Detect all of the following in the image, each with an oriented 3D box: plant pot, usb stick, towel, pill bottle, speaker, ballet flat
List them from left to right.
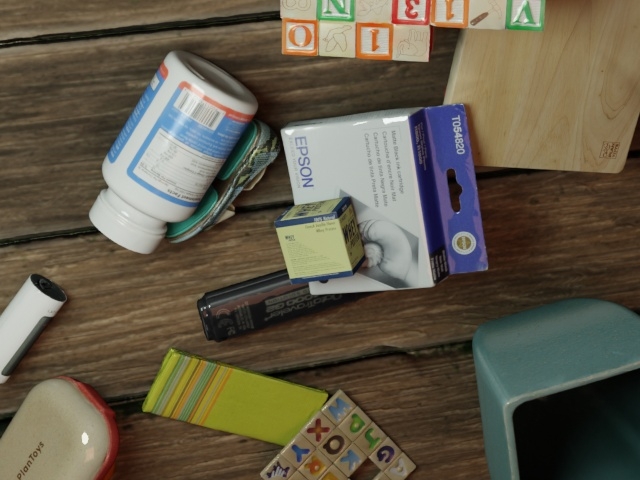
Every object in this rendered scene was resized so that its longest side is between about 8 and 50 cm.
[{"bbox_3d":[-0.370,0.107,1.933,0.055,0.055,0.136,31,104,-29],"label":"speaker"},{"bbox_3d":[-0.178,-0.100,1.843,0.124,0.124,0.221,26,108,-28],"label":"pill bottle"},{"bbox_3d":[-0.115,-0.062,1.922,0.070,0.070,0.188,34,106,-30],"label":"ballet flat"},{"bbox_3d":[-0.112,0.211,2.095,0.237,0.021,0.102,18,116,-26],"label":"towel"},{"bbox_3d":[-0.020,0.063,2.028,0.278,0.045,0.077,-17,127,-9],"label":"usb stick"},{"bbox_3d":[0.321,0.212,2.095,0.247,0.252,0.248,-16,121,-10],"label":"plant pot"}]

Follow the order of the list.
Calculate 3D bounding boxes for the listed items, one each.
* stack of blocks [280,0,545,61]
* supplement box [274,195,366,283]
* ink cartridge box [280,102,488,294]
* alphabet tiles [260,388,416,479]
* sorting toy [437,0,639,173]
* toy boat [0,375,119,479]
[{"bbox_3d":[0.107,-0.296,1.783,0.297,0.087,0.171,3,115,6],"label":"stack of blocks"},{"bbox_3d":[0.000,0.000,1.900,0.083,0.056,0.083,-9,108,22],"label":"supplement box"},{"bbox_3d":[0.079,-0.047,1.921,0.224,0.045,0.223,-6,108,15],"label":"ink cartridge box"},{"bbox_3d":[0.000,0.344,2.169,0.237,0.009,0.198,-47,126,-5],"label":"alphabet tiles"},{"bbox_3d":[0.273,-0.223,1.942,0.255,0.089,0.257,2,117,-19],"label":"sorting toy"},{"bbox_3d":[-0.323,0.289,2.015,0.151,0.151,0.231,12,117,-55],"label":"toy boat"}]
